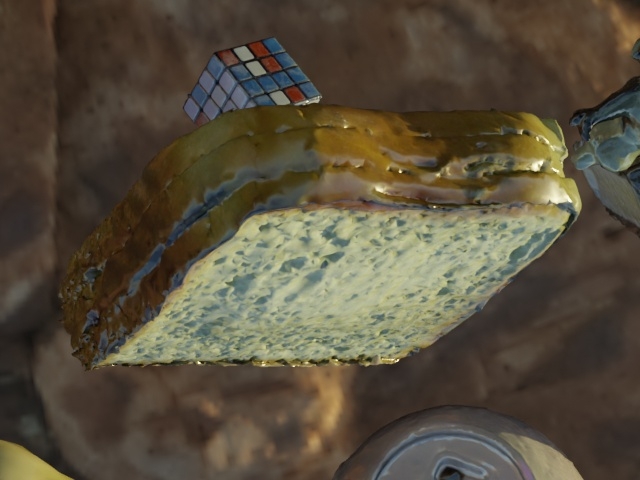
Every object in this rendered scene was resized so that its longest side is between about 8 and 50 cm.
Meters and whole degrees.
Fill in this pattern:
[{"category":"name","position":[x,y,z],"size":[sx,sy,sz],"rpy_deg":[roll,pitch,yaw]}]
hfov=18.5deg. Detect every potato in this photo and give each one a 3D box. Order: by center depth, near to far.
[{"category":"potato","position":[0.278,-0.056,1.725],"size":[0.061,0.122,0.086],"rpy_deg":[-31,114,-8]}]

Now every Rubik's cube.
[{"category":"Rubik's cube","position":[-0.073,-0.147,2.084],"size":[0.092,0.092,0.092],"rpy_deg":[-20,154,-43]}]

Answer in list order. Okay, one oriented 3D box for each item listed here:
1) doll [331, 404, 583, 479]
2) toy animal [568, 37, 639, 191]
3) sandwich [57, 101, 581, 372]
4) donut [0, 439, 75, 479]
[{"category":"doll","position":[0.078,0.191,1.043],"size":[0.151,0.151,0.287],"rpy_deg":[-17,152,-1]},{"category":"toy animal","position":[0.287,-0.120,1.600],"size":[0.121,0.094,0.225],"rpy_deg":[-35,169,-51]},{"category":"sandwich","position":[0.000,0.000,1.348],"size":[0.301,0.099,0.271],"rpy_deg":[1,150,-34]},{"category":"donut","position":[-0.145,0.250,0.525],"size":[0.449,0.198,0.448],"rpy_deg":[3,106,12]}]
